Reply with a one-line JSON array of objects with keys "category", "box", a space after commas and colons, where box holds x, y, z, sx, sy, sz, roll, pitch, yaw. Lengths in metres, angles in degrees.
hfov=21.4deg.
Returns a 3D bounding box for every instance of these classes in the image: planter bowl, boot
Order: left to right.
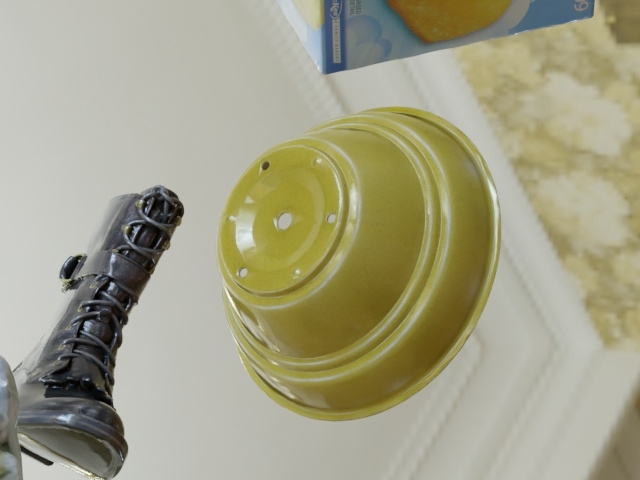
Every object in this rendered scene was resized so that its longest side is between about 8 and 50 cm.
[{"category": "boot", "box": [-0.170, 0.057, 1.288, 0.091, 0.263, 0.229, 33, -105, -21]}, {"category": "planter bowl", "box": [0.000, 0.000, 1.081, 0.090, 0.217, 0.217, 28, -108, -49]}]

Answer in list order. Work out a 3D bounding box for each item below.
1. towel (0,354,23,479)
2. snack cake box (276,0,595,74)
[{"category": "towel", "box": [-0.159, 0.204, 0.659, 0.090, 0.374, 0.320, -3, -95, -13]}, {"category": "snack cake box", "box": [0.054, -0.222, 0.798, 0.152, 0.089, 0.264, -13, -50, -13]}]
